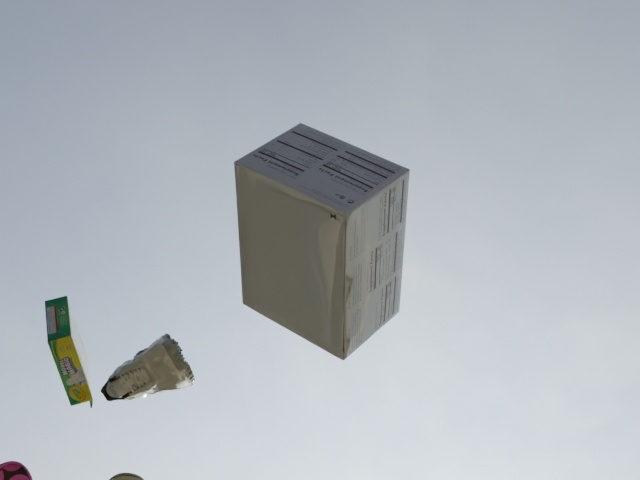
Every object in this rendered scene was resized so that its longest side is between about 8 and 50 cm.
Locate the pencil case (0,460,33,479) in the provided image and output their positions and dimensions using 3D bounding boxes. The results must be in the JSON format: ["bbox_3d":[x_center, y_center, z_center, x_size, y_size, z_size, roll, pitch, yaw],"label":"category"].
[{"bbox_3d":[-0.589,0.462,1.722,0.209,0.095,0.098,-30,-103,56],"label":"pencil case"}]

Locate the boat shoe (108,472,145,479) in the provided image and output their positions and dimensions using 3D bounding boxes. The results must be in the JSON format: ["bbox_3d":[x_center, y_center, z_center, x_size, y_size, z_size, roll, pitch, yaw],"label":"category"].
[{"bbox_3d":[-0.364,0.531,1.561,0.104,0.089,0.285,17,-83,-18],"label":"boat shoe"}]

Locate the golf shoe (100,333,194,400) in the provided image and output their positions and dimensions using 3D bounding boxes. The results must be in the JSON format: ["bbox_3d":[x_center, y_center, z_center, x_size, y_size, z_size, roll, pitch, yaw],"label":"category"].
[{"bbox_3d":[-0.206,0.163,1.101,0.069,0.086,0.176,59,-30,2],"label":"golf shoe"}]

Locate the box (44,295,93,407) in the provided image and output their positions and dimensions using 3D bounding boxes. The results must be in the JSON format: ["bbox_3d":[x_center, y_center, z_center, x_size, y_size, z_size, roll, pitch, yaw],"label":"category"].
[{"bbox_3d":[-0.417,0.193,1.564,0.043,0.105,0.179,-14,-50,-8],"label":"box"}]

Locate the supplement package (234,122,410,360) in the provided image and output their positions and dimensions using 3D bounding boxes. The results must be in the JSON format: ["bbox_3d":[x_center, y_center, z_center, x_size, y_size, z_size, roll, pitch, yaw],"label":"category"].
[{"bbox_3d":[0.000,0.000,1.354,0.204,0.145,0.262,26,-47,30],"label":"supplement package"}]
